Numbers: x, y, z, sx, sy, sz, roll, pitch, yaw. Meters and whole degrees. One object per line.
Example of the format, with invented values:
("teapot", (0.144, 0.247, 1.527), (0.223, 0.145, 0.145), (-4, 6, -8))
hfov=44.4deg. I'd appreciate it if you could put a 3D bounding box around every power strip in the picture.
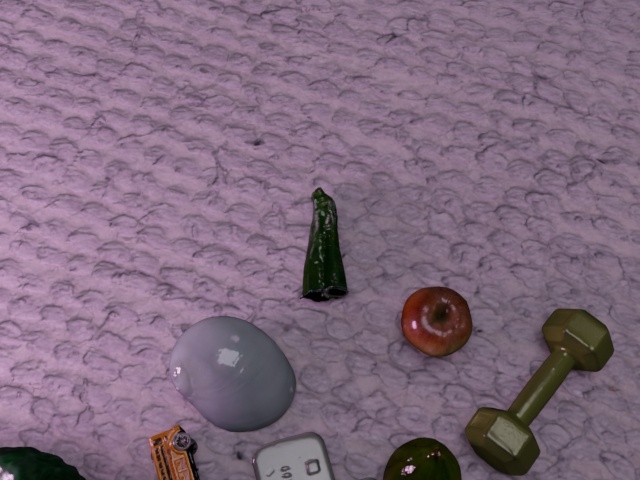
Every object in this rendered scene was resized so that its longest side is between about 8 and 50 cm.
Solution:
("power strip", (0.010, 0.438, 1.251), (0.193, 0.059, 0.265), (-15, 67, -6))

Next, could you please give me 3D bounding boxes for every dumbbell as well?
("dumbbell", (0.368, 0.247, 1.307), (0.108, 0.121, 0.302), (47, 73, -13))

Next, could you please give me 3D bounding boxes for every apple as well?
("apple", (0.199, 0.142, 1.355), (0.126, 0.102, 0.126), (2, 64, -5))

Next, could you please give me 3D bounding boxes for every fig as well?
("fig", (0.166, 0.368, 1.230), (0.123, 0.156, 0.123), (3, 65, -6))

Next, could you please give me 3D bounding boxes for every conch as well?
("conch", (-0.150, 0.227, 1.322), (0.221, 0.121, 0.185), (20, 98, 3))

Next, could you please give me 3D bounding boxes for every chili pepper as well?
("chili pepper", (0.000, 0.000, 1.441), (0.088, 0.059, 0.227), (-9, 63, 10))

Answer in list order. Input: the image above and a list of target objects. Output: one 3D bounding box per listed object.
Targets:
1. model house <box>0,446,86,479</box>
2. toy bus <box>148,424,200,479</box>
("model house", (-0.376, 0.469, 1.074), (0.382, 0.342, 0.335), (-15, 57, 38))
("toy bus", (-0.224, 0.387, 1.266), (0.074, 0.069, 0.162), (-18, 67, -7))
